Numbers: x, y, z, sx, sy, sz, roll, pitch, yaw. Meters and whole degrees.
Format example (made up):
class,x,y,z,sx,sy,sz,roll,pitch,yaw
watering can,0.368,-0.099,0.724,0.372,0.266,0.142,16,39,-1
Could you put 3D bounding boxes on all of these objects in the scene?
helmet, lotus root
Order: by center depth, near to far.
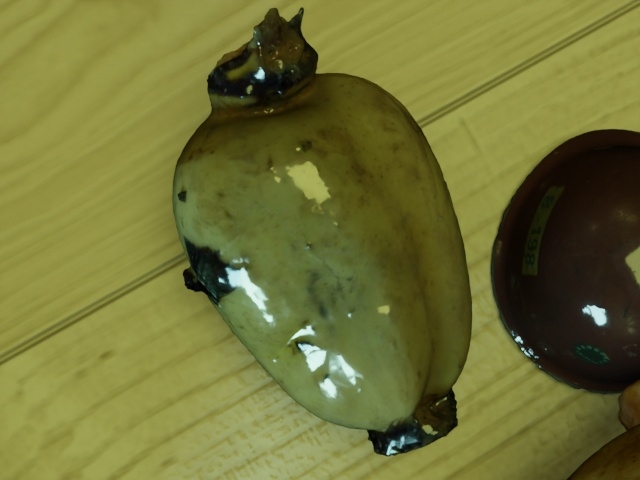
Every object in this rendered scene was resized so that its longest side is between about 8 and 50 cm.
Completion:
class,x,y,z,sx,sy,sz,roll,pitch,yaw
lotus root,0.000,0.000,0.676,0.154,0.140,0.257,-26,99,-24
helmet,0.198,0.005,0.726,0.155,0.106,0.175,28,76,-6

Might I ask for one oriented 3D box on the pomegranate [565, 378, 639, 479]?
class,x,y,z,sx,sy,sz,roll,pitch,yaw
pomegranate,0.220,0.195,0.642,0.252,0.229,0.270,11,59,-45
